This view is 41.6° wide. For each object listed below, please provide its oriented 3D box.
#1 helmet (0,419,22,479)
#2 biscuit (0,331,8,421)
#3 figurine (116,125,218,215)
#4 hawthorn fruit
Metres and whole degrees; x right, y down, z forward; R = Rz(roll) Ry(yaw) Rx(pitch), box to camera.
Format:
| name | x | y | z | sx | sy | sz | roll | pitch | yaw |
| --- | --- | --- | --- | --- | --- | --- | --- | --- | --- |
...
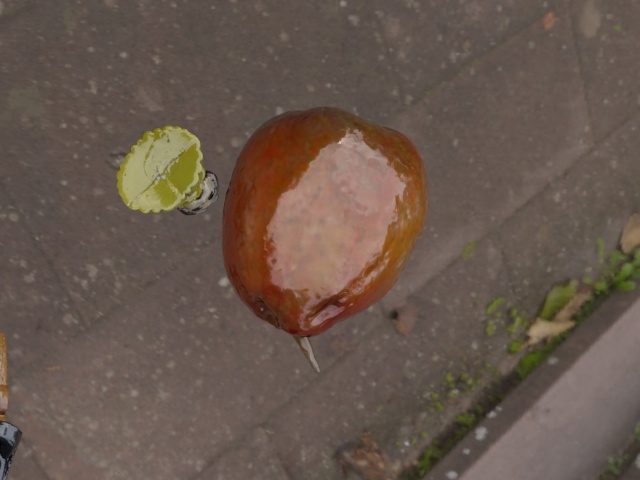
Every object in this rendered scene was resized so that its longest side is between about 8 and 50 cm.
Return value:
| name | x | y | z | sx | sy | sz | roll | pitch | yaw |
| --- | --- | --- | --- | --- | --- | --- | --- | --- | --- |
| helmet | -0.569 | 0.365 | 1.294 | 0.216 | 0.193 | 0.189 | 64 | 25 | -45 |
| biscuit | -0.609 | 0.308 | 1.551 | 0.043 | 0.183 | 0.280 | 6 | 79 | -37 |
| figurine | -0.296 | -0.122 | 1.831 | 0.315 | 0.168 | 0.187 | 39 | 70 | -78 |
| hawthorn fruit | 0.000 | 0.000 | 0.862 | 0.210 | 0.210 | 0.263 | 21 | 71 | -41 |
